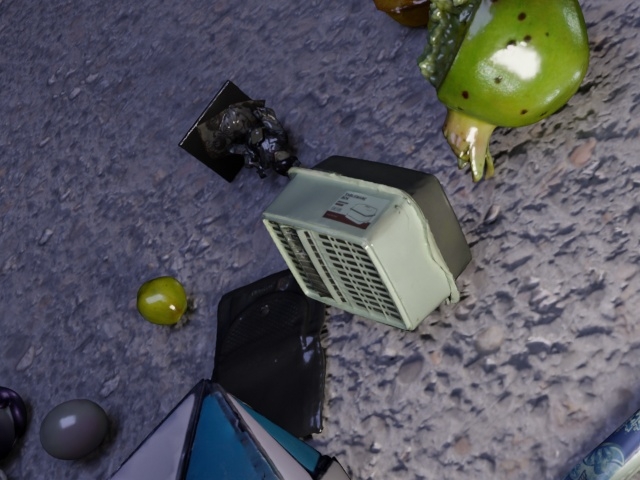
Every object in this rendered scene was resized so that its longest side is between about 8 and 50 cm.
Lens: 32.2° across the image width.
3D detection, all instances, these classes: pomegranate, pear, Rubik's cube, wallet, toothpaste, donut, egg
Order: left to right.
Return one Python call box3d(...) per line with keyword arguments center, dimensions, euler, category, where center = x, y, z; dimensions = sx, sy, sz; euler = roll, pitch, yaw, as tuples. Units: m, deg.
box3d(center=(-0.437, 0.335, 1.971), dimensions=(0.135, 0.103, 0.103), euler=(-28, 45, 25), category="egg")
box3d(center=(-0.283, 0.114, 2.004), dimensions=(0.092, 0.092, 0.097), euler=(-48, 55, 6), category="pear")
box3d(center=(-0.105, 0.406, 1.428), dimensions=(0.307, 0.305, 0.310), euler=(-48, 39, 5), category="Rubik's cube")
box3d(center=(-0.086, 0.190, 1.786), dimensions=(0.247, 0.041, 0.323), euler=(-24, 49, 33), category="wallet")
box3d(center=(0.186, -0.458, 1.971), dimensions=(0.190, 0.074, 0.174), euler=(-40, 39, 9), category="donut")
box3d(center=(0.262, -0.254, 1.630), dimensions=(0.260, 0.260, 0.340), euler=(38, 122, 51), category="pomegranate")
box3d(center=(0.368, 0.236, 1.297), dimensions=(0.268, 0.047, 0.069), euler=(-47, 52, 13), category="toothpaste")

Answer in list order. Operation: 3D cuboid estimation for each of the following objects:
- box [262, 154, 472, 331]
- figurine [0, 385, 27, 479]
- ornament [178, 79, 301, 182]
box3d(center=(0.069, -0.004, 1.636), dimensions=(0.166, 0.220, 0.290), euler=(-43, 35, -24), category="box")
box3d(center=(-0.639, 0.381, 2.128), dimensions=(0.145, 0.145, 0.222), euler=(-27, 55, 29), category="figurine")
box3d(center=(-0.113, -0.169, 2.010), dimensions=(0.196, 0.153, 0.166), euler=(35, 90, 42), category="ornament")
